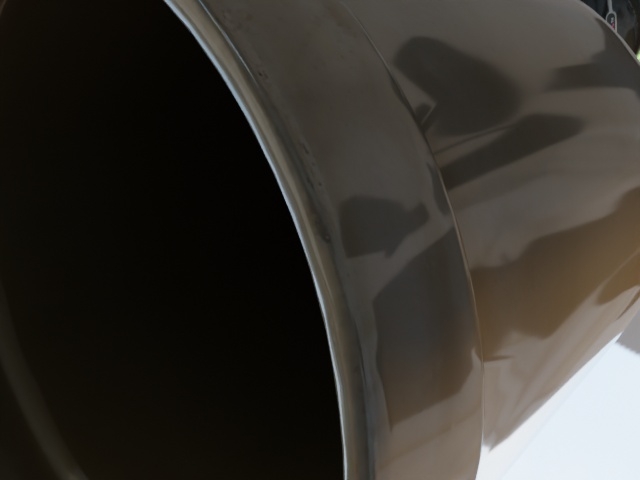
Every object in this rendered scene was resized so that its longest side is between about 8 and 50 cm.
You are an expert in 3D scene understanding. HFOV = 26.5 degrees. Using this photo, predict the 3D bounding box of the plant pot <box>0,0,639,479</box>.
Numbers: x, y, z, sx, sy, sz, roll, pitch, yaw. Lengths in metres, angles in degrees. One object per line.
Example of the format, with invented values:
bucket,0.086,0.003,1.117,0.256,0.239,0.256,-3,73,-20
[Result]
plant pot,0.000,0.000,0.587,0.280,0.323,0.323,-18,-57,-40

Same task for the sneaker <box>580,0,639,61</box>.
sneaker,0.101,-0.285,1.215,0.483,0.185,0.202,38,-98,-13
